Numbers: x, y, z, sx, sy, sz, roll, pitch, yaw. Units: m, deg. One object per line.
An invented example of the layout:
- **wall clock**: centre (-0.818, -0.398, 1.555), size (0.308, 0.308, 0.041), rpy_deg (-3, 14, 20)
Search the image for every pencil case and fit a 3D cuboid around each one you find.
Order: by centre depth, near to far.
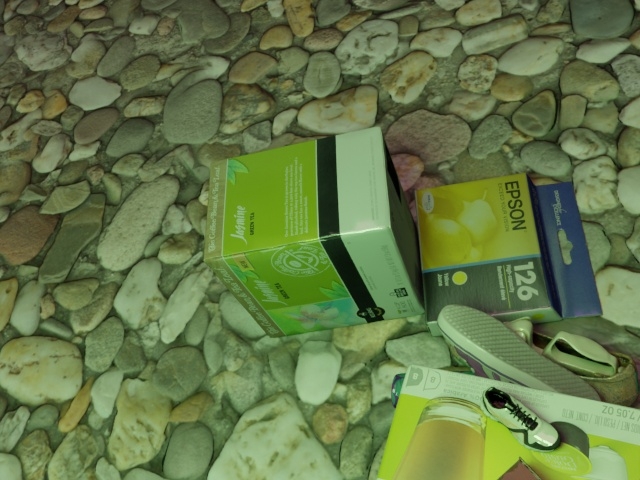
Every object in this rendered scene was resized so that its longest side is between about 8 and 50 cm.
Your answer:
- **pencil case**: centre (0.201, 0.261, 1.268), size (0.152, 0.070, 0.064), rpy_deg (-5, 44, 17)

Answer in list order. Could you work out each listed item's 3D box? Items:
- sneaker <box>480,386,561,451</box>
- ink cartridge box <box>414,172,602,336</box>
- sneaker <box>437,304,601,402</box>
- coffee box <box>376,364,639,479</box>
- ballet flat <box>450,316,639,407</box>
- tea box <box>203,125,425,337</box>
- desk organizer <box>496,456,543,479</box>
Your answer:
- **sneaker**: centre (0.239, 0.216, 0.881), size (0.109, 0.043, 0.040), rpy_deg (29, 68, 30)
- **ink cartridge box**: centre (0.342, 0.016, 1.379), size (0.307, 0.072, 0.303), rpy_deg (-11, 56, 15)
- **sneaker**: centre (0.284, 0.235, 1.181), size (0.282, 0.161, 0.102), rpy_deg (37, 36, 12)
- **coffee box**: centre (0.267, 0.411, 0.982), size (0.338, 0.338, 0.334), rpy_deg (8, 62, 24)
- **ballet flat**: centre (0.373, 0.186, 1.228), size (0.316, 0.106, 0.107), rpy_deg (13, 42, 24)
- **tea box**: centre (0.000, 0.000, 1.347), size (0.324, 0.329, 0.219), rpy_deg (-10, 56, 15)
- **desk organizer**: centre (0.253, 0.311, 0.813), size (0.050, 0.047, 0.130), rpy_deg (-40, 55, -6)
